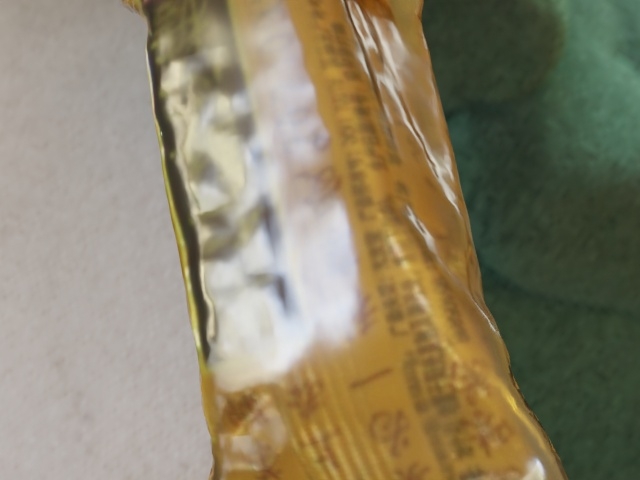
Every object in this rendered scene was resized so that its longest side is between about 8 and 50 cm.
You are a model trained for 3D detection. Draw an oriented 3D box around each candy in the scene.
[{"bbox_3d":[0.000,0.000,0.693,0.101,0.143,0.271,16,57,-58],"label":"candy"}]
